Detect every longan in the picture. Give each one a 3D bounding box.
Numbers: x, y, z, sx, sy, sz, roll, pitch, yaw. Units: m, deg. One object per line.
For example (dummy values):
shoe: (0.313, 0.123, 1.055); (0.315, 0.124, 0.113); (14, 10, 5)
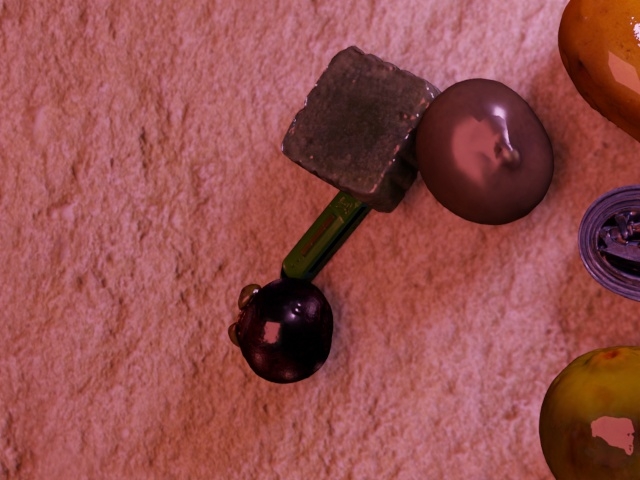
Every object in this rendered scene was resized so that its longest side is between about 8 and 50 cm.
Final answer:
longan: (0.205, -0.110, 1.745); (0.189, 0.189, 0.189); (0, 90, 34)

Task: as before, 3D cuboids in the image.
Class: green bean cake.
green bean cake: (0.062, -0.150, 1.864); (0.185, 0.094, 0.183); (30, 90, 32)

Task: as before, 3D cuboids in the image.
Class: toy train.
toy train: (0.000, 0.000, 1.955); (0.044, 0.042, 0.209); (50, 115, 24)

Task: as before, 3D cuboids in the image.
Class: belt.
belt: (0.407, 0.005, 1.661); (0.190, 0.082, 0.141); (16, 104, 34)

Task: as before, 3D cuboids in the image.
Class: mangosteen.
mangosteen: (-0.057, 0.123, 1.929); (0.152, 0.152, 0.153); (0, 90, 34)

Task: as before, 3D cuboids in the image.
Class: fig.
fig: (0.360, 0.239, 1.622); (0.207, 0.207, 0.230); (0, 89, 34)

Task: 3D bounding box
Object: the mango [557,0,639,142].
mango: (0.380, -0.202, 1.656); (0.249, 0.151, 0.156); (52, 147, 15)
